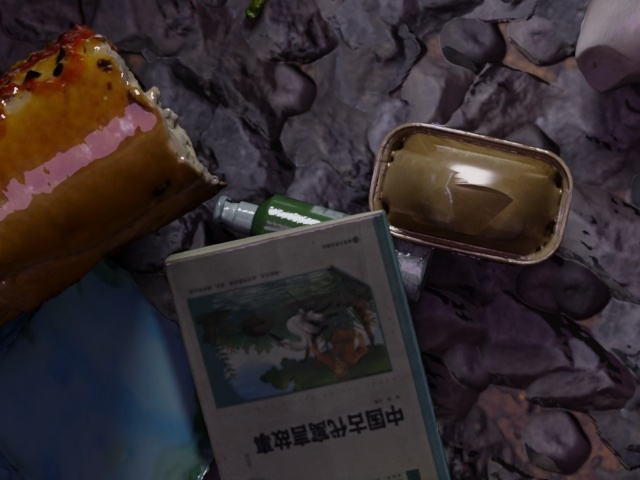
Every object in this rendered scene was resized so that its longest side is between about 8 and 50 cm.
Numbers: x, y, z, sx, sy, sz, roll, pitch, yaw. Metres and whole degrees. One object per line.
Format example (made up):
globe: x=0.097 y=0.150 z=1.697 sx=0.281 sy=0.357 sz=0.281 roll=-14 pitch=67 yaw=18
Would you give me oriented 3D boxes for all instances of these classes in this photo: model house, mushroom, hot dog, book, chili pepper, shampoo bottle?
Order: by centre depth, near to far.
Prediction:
hot dog: x=-0.300 y=-0.035 z=1.616 sx=0.365 sy=0.367 sz=0.196 roll=-35 pitch=106 yaw=-7
mushroom: x=0.299 y=-0.223 z=1.699 sx=0.097 sy=0.088 sz=0.212 roll=35 pitch=90 yaw=-3
book: x=-0.010 y=0.125 z=1.756 sx=0.215 sy=0.025 sz=0.282 roll=-13 pitch=104 yaw=10
model house: x=-0.270 y=0.162 z=1.763 sx=0.241 sy=0.226 sz=0.261 roll=-9 pitch=130 yaw=36
shampoo bottle: x=0.000 y=0.000 z=1.767 sx=0.204 sy=0.065 sz=0.065 roll=16 pitch=94 yaw=7
chili pepper: x=-0.051 y=-0.242 z=1.785 sx=0.017 sy=0.030 sz=0.083 roll=21 pitch=101 yaw=-8

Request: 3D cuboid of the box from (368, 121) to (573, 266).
box: x=0.134 y=-0.042 z=1.723 sx=0.177 sy=0.111 sz=0.111 roll=12 pitch=94 yaw=8
